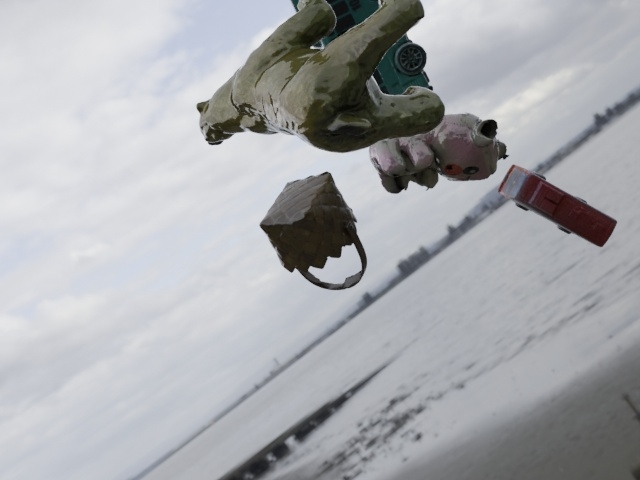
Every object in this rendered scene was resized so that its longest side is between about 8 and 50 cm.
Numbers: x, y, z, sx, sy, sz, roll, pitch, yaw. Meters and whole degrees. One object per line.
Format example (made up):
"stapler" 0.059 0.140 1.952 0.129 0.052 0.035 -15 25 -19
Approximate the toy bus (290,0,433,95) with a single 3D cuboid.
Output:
"toy bus" 0.056 -0.314 1.327 0.147 0.256 0.128 -27 10 5

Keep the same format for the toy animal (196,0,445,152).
"toy animal" -0.011 -0.098 0.596 0.101 0.103 0.219 -40 28 -16

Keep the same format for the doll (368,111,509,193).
"doll" 0.161 -0.121 1.219 0.192 0.095 0.149 -6 -14 10

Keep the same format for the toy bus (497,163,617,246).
"toy bus" 0.388 -0.056 1.459 0.065 0.192 0.077 -62 13 6

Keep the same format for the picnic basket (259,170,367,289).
"picnic basket" 0.000 0.000 1.363 0.128 0.178 0.138 -13 31 37
